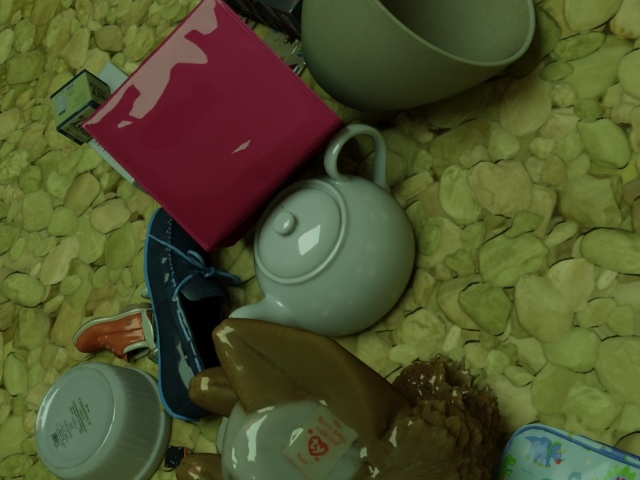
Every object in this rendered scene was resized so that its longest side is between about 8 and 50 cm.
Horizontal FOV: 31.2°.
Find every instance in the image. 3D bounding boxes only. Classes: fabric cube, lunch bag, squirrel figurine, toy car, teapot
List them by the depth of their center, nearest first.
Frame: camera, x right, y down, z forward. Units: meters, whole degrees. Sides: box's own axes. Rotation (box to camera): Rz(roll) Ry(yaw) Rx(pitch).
[{"bbox_3d":[0.301,0.315,1.314,0.219,0.090,0.176,17,80,38],"label":"lunch bag"},{"bbox_3d":[0.024,0.264,1.402,0.397,0.370,0.281,2,77,-1],"label":"squirrel figurine"},{"bbox_3d":[0.000,0.000,1.606,0.252,0.187,0.256,-22,57,24],"label":"teapot"},{"bbox_3d":[-0.139,-0.163,1.655,0.254,0.259,0.258,44,95,1],"label":"fabric cube"},{"bbox_3d":[-0.206,0.287,1.705,0.060,0.040,0.122,-32,54,45],"label":"toy car"}]

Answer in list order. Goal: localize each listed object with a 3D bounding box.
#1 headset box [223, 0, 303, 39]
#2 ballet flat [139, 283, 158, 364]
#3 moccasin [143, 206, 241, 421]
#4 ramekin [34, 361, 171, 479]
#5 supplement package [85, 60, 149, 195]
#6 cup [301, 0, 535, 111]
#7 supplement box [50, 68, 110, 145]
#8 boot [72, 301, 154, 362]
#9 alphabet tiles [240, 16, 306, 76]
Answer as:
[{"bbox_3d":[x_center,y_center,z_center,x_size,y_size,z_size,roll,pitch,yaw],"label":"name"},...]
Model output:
[{"bbox_3d":[-0.040,-0.460,1.890,0.293,0.110,0.218,29,83,39],"label":"headset box"},{"bbox_3d":[-0.248,0.102,1.798,0.073,0.067,0.206,-39,47,39],"label":"ballet flat"},{"bbox_3d":[-0.178,0.098,1.729,0.117,0.137,0.342,-24,70,38],"label":"moccasin"},{"bbox_3d":[-0.341,0.284,1.756,0.207,0.109,0.207,-14,62,28],"label":"ramekin"},{"bbox_3d":[-0.294,-0.173,1.918,0.134,0.139,0.244,-53,49,2],"label":"supplement package"},{"bbox_3d":[0.104,-0.316,1.634,0.237,0.331,0.331,-44,45,46],"label":"cup"},{"bbox_3d":[-0.390,-0.218,1.879,0.083,0.056,0.083,-34,52,19],"label":"supplement box"},{"bbox_3d":[-0.333,0.163,1.843,0.158,0.059,0.085,-22,63,23],"label":"boot"},{"bbox_3d":[-0.108,-0.298,1.933,0.198,0.009,0.237,34,90,39],"label":"alphabet tiles"}]
